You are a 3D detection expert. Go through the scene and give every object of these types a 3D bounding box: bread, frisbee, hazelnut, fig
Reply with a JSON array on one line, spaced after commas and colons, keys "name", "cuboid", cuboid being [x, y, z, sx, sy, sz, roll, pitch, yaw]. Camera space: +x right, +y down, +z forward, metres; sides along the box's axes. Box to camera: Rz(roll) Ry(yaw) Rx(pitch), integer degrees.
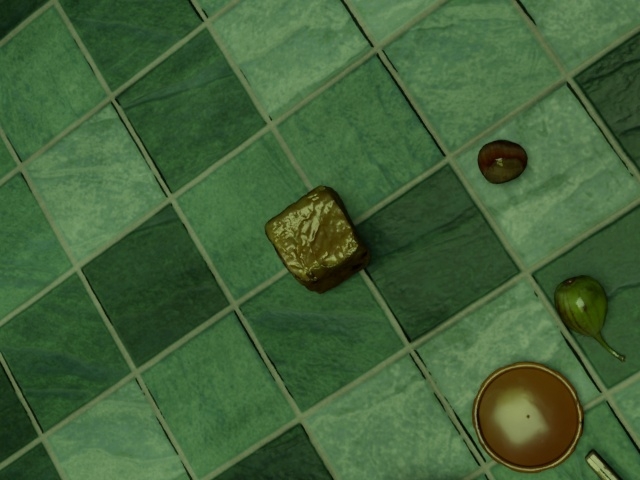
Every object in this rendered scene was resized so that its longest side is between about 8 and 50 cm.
[{"name": "bread", "cuboid": [0.000, 0.000, 1.889, 0.143, 0.149, 0.158, -31, 79, 11]}, {"name": "frisbee", "cuboid": [0.361, 0.307, 1.815, 0.192, 0.035, 0.192, -1, 86, 17]}, {"name": "hazelnut", "cuboid": [0.318, -0.140, 1.834, 0.086, 0.086, 0.086, -1, 87, 18]}, {"name": "fig", "cuboid": [0.456, 0.140, 1.766, 0.093, 0.093, 0.166, -23, 82, 15]}]

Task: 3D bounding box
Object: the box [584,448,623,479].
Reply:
[{"name": "box", "cuboid": [0.492, 0.404, 1.762, 0.025, 0.048, 0.115, -43, 77, 7]}]
